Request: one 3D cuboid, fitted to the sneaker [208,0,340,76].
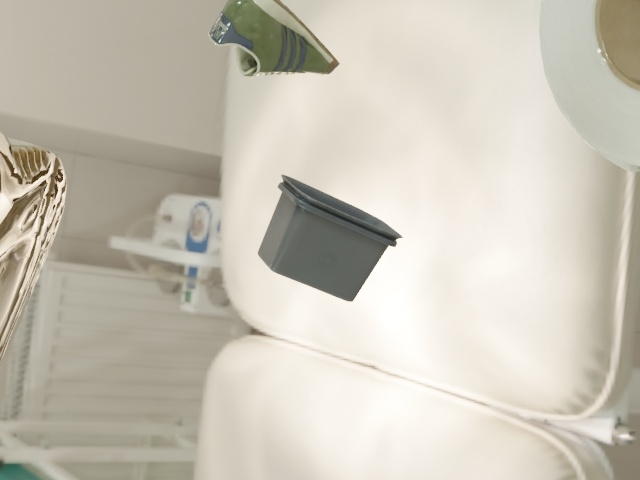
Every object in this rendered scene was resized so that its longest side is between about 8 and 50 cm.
[{"bbox_3d":[-0.055,-0.214,1.156,0.086,0.192,0.064,-44,62,9],"label":"sneaker"}]

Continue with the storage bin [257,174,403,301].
[{"bbox_3d":[0.000,0.000,1.116,0.091,0.135,0.098,-62,28,8],"label":"storage bin"}]

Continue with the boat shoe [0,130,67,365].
[{"bbox_3d":[-0.157,-0.007,0.374,0.277,0.096,0.098,123,164,-78],"label":"boat shoe"}]

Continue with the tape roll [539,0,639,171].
[{"bbox_3d":[0.333,-0.202,0.942,0.286,0.100,0.286,6,97,53],"label":"tape roll"}]
